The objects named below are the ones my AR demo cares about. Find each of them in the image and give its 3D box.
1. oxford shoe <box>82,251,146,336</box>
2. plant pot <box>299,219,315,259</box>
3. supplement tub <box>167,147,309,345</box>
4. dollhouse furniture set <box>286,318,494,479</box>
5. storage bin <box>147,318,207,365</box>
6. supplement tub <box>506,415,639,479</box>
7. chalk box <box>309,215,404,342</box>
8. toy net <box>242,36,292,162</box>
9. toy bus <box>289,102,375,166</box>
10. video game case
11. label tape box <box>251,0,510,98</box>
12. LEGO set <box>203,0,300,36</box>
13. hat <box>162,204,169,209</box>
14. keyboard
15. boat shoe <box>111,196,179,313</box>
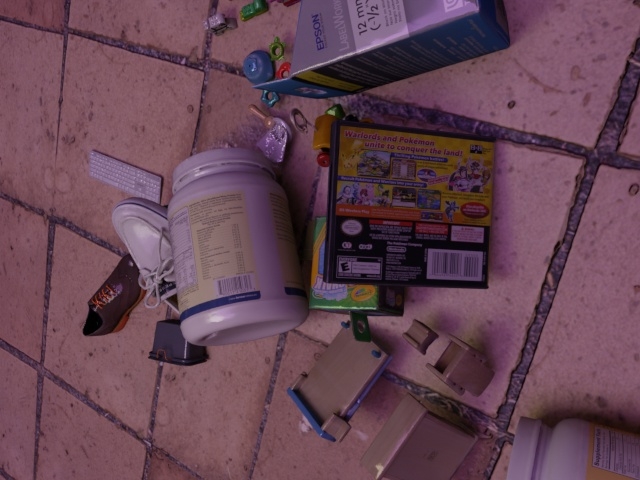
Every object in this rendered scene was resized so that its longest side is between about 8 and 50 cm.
[{"bbox_3d":[-0.525,0.145,1.285,0.096,0.098,0.272,37,114,18],"label":"oxford shoe"},{"bbox_3d":[0.000,0.000,0.993,0.083,0.083,0.079,1,87,28],"label":"plant pot"},{"bbox_3d":[-0.161,0.016,0.957,0.235,0.235,0.325,-23,69,30],"label":"supplement tub"},{"bbox_3d":[0.136,0.273,0.967,0.287,0.198,0.303,-54,39,-2],"label":"dollhouse furniture set"},{"bbox_3d":[-0.346,0.242,1.214,0.135,0.098,0.091,2,89,28],"label":"storage bin"},{"bbox_3d":[0.443,0.399,0.720,0.330,0.241,0.241,8,102,27],"label":"supplement tub"},{"bbox_3d":[0.068,0.070,0.895,0.131,0.132,0.213,-2,76,29],"label":"chalk box"},{"bbox_3d":[-0.088,-0.273,1.010,0.121,0.045,0.233,-11,95,28],"label":"toy net"},{"bbox_3d":[0.067,-0.155,0.858,0.104,0.202,0.191,-20,94,29],"label":"toy bus"},{"bbox_3d":[0.145,-0.052,0.803,0.274,0.035,0.249,3,89,-13],"label":"video game case"},{"bbox_3d":[0.090,-0.318,0.783,0.347,0.249,0.115,-7,96,29],"label":"label tape box"},{"bbox_3d":[-0.152,-0.482,0.978,0.227,0.093,0.087,-9,94,30],"label":"LEGO set"},{"bbox_3d":[-0.325,-0.051,1.190,0.208,0.184,0.173,28,115,-19],"label":"hat"},{"bbox_3d":[-0.493,-0.159,1.265,0.255,0.014,0.072,22,108,24],"label":"keyboard"},{"bbox_3d":[-0.311,0.079,1.049,0.135,0.156,0.367,-30,108,21],"label":"boat shoe"}]
